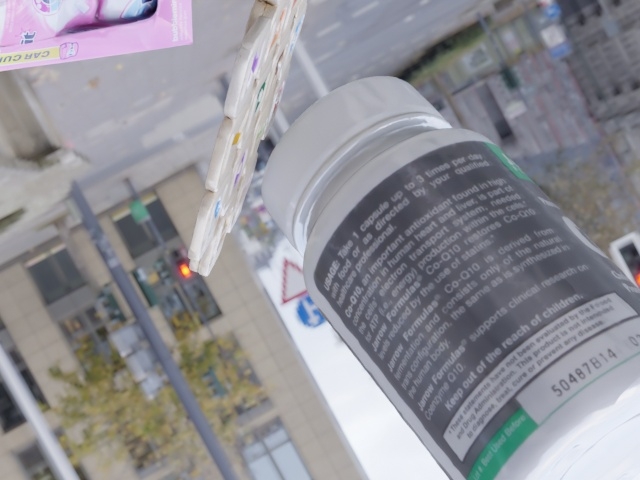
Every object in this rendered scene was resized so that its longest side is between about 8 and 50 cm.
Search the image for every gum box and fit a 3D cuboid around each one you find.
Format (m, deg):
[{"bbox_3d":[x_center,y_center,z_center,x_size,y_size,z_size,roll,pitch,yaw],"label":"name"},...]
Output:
[{"bbox_3d":[-0.152,-0.129,0.550,0.107,0.062,0.188,-18,-152,-38],"label":"gum box"}]

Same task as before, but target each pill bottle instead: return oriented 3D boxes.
[{"bbox_3d":[0.114,0.041,0.935,0.204,0.361,0.204,-27,147,-19],"label":"pill bottle"}]

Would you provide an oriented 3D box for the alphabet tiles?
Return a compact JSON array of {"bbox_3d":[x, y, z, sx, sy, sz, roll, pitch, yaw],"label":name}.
[{"bbox_3d":[-0.048,-0.117,0.866,0.278,0.021,0.284,-70,178,-59],"label":"alphabet tiles"}]
